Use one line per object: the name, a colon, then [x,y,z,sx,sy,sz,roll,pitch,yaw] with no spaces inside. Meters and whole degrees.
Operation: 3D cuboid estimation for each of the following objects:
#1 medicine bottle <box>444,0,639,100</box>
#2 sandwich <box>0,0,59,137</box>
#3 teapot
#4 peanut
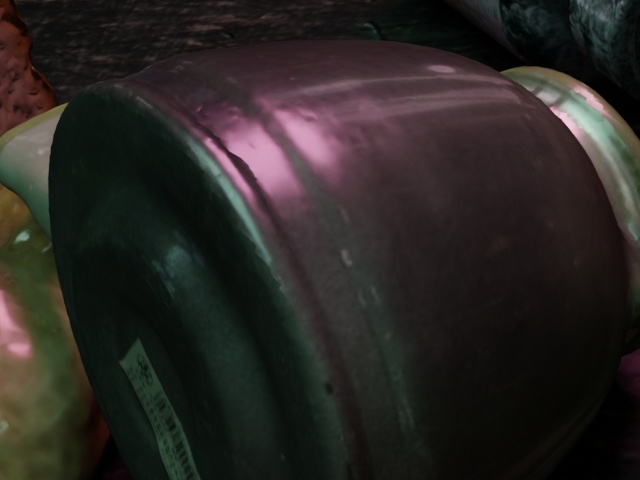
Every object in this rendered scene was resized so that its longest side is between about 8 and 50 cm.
medicine bottle: [0.135,-0.179,0.822,0.141,0.141,0.293,-33,37,-4]
sandwich: [-0.282,-0.065,0.816,0.131,0.325,0.262,9,51,26]
teapot: [0.009,0.022,0.648,0.239,0.239,0.322,-20,8,-28]
peanut: [-0.153,0.050,0.758,0.122,0.137,0.253,-5,42,27]
